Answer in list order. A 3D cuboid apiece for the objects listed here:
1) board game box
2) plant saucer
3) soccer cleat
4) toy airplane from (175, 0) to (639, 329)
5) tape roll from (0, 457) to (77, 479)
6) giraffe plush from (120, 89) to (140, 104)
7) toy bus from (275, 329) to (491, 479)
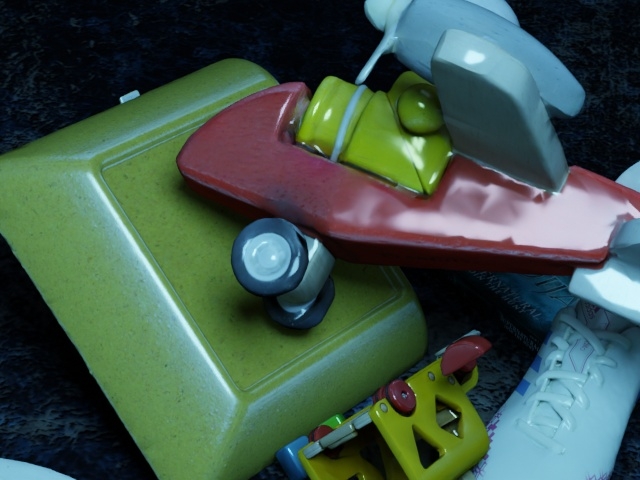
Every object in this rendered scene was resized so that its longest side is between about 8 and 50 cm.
[{"bbox_3d":[0.204,0.045,1.699,0.126,0.026,0.186,-16,39,-32],"label":"board game box"},{"bbox_3d":[-0.072,0.009,1.478,0.333,0.081,0.332,-30,84,-44],"label":"plant saucer"},{"bbox_3d":[0.208,0.125,1.467,0.116,0.143,0.331,18,34,15],"label":"soccer cleat"},{"bbox_3d":[0.131,-0.069,1.353,0.384,0.272,0.386,14,-17,-32],"label":"toy airplane"},{"bbox_3d":[-0.246,0.272,1.179,0.286,0.100,0.286,6,32,-4],"label":"tape roll"},{"bbox_3d":[-0.184,-0.035,1.635,0.181,0.210,0.170,-8,7,-26],"label":"giraffe plush"},{"bbox_3d":[0.079,0.157,1.386,0.202,0.191,0.104,-31,85,-8],"label":"toy bus"}]
